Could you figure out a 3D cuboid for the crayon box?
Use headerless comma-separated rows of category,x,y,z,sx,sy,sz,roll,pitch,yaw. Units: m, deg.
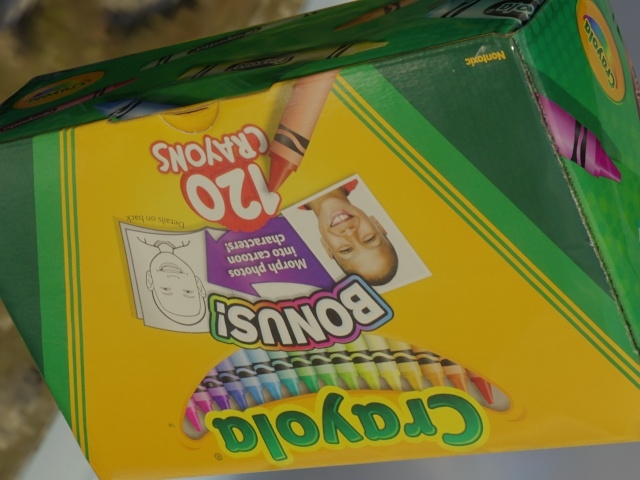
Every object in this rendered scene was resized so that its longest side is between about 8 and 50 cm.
crayon box,0.000,0.000,0.778,0.278,0.165,0.081,-10,-155,35
